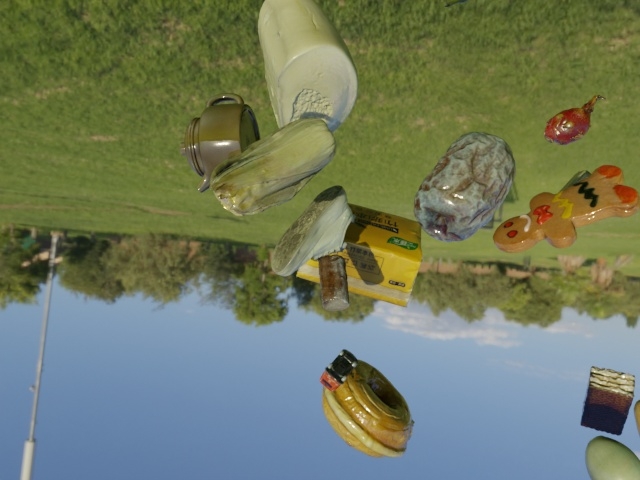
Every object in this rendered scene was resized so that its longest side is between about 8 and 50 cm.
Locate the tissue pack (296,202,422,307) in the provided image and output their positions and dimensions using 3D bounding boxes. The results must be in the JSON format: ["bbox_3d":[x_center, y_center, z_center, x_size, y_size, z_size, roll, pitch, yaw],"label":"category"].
[{"bbox_3d":[0.137,0.028,1.803,0.382,0.228,0.293,16,-152,2],"label":"tissue pack"}]

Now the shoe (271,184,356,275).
[{"bbox_3d":[0.000,0.000,1.538,0.159,0.316,0.124,46,162,-32],"label":"shoe"}]

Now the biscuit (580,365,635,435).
[{"bbox_3d":[0.769,0.431,1.444,0.106,0.070,0.252,9,140,26],"label":"biscuit"}]

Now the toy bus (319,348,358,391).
[{"bbox_3d":[0.063,0.448,1.855,0.079,0.077,0.174,39,-153,10],"label":"toy bus"}]

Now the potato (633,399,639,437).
[{"bbox_3d":[0.926,0.510,1.463,0.118,0.178,0.109,-12,132,13],"label":"potato"}]

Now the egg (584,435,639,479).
[{"bbox_3d":[0.667,0.519,1.219,0.114,0.114,0.152,7,-139,-25],"label":"egg"}]

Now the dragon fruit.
[{"bbox_3d":[0.902,-0.430,1.894,0.125,0.246,0.125,47,174,8],"label":"dragon fruit"}]

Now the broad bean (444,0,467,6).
[{"bbox_3d":[0.432,-0.672,1.304,0.098,0.318,0.056,43,-168,-43],"label":"broad bean"}]

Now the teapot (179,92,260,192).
[{"bbox_3d":[-0.243,-0.234,1.263,0.175,0.268,0.185,-2,156,7],"label":"teapot"}]

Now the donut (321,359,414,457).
[{"bbox_3d":[0.185,0.652,2.104,0.449,0.198,0.449,38,-165,-12],"label":"donut"}]

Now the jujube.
[{"bbox_3d":[0.392,-0.146,1.450,0.226,0.317,0.226,33,158,15],"label":"jujube"}]

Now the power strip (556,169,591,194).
[{"bbox_3d":[0.533,-0.084,1.200,0.028,0.169,0.076,41,-170,7],"label":"power strip"}]

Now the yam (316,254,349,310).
[{"bbox_3d":[0.034,0.109,1.419,0.079,0.141,0.079,-3,151,-1],"label":"yam"}]

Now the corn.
[{"bbox_3d":[-0.099,-0.160,1.164,0.305,0.123,0.122,-38,-138,-21],"label":"corn"}]

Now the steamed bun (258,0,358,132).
[{"bbox_3d":[-0.041,-0.591,1.860,0.290,0.371,0.456,-14,151,-8],"label":"steamed bun"}]

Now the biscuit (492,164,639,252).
[{"bbox_3d":[0.430,-0.051,0.969,0.250,0.036,0.165,-26,-153,20],"label":"biscuit"}]
